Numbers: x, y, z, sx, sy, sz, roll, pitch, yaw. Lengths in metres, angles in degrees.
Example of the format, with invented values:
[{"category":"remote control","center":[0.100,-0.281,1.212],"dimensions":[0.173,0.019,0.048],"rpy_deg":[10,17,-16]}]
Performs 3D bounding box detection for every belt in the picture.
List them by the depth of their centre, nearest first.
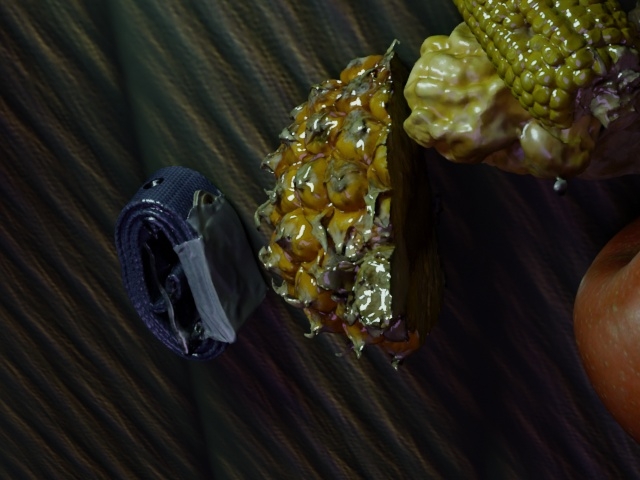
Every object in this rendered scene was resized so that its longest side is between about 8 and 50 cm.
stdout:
[{"category":"belt","center":[-0.163,0.034,1.218],"dimensions":[0.140,0.126,0.230],"rpy_deg":[-5,119,22]}]

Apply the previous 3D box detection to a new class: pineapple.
[{"category":"pineapple","center":[-0.001,0.002,1.050],"dimensions":[0.209,0.286,0.344],"rpy_deg":[-3,120,19]}]

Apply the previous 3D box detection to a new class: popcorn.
[{"category":"popcorn","center":[0.181,-0.135,0.993],"dimensions":[0.194,0.163,0.140],"rpy_deg":[17,109,6]}]

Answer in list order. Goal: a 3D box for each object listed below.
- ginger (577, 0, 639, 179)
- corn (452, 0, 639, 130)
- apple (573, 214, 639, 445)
[{"category":"ginger","center":[0.342,-0.175,0.963],"dimensions":[0.148,0.081,0.333],"rpy_deg":[16,128,-13]},{"category":"corn","center":[0.174,-0.227,0.891],"dimensions":[0.119,0.119,0.322],"rpy_deg":[-40,69,33]},{"category":"apple","center":[0.411,0.069,0.937],"dimensions":[0.277,0.348,0.348],"rpy_deg":[43,125,4]}]
